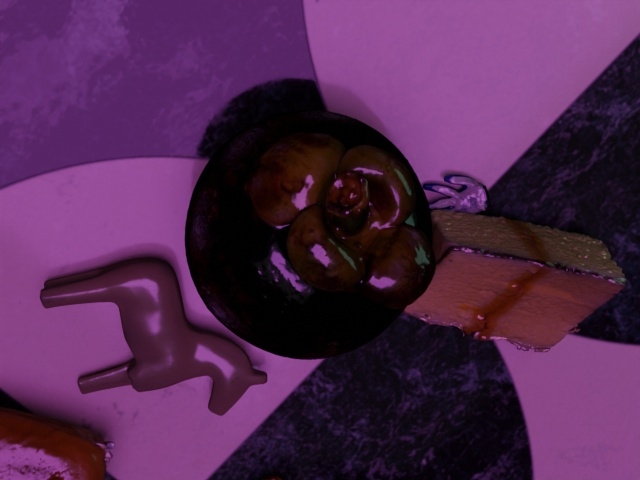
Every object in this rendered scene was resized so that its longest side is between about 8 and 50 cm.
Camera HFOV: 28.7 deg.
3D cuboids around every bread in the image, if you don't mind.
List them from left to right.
[{"bbox_3d":[-0.391,0.285,1.577,0.241,0.107,0.136,15,82,-8],"label":"bread"},{"bbox_3d":[0.233,0.075,1.562,0.240,0.135,0.178,11,114,-11],"label":"bread"}]

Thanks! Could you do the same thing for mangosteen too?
[{"bbox_3d":[0.005,-0.002,1.443,0.313,0.297,0.296,15,109,36],"label":"mangosteen"}]

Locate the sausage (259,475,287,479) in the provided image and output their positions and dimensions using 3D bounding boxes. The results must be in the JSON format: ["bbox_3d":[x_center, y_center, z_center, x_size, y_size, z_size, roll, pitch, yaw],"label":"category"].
[{"bbox_3d":[-0.077,0.406,1.669,0.076,0.076,0.197,15,103,-8],"label":"sausage"}]

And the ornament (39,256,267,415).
[{"bbox_3d":[-0.204,0.130,1.587,0.245,0.061,0.230,-12,108,3],"label":"ornament"}]

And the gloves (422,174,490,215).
[{"bbox_3d":[0.169,-0.054,1.582,0.086,0.026,0.064,-18,105,6],"label":"gloves"}]
